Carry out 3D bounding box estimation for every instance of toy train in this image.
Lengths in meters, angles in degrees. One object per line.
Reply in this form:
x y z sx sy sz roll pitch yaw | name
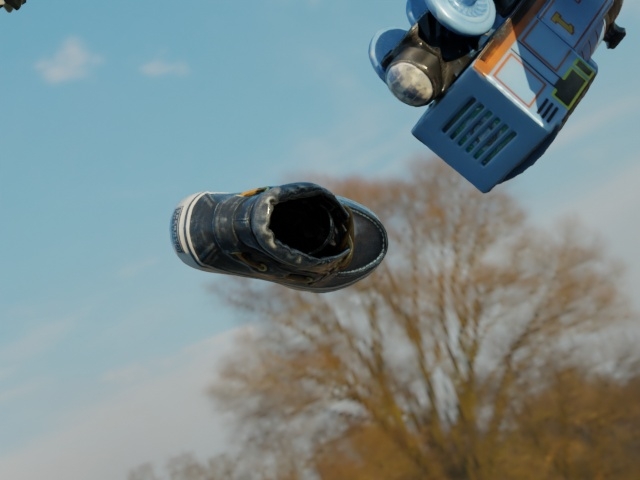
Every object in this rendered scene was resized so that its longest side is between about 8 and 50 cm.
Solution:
0.101 -0.113 0.770 0.080 0.105 0.184 -44 5 48 | toy train

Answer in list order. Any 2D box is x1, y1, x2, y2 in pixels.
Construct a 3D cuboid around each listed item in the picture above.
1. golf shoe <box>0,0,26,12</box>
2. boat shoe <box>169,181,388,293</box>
-0.134 -0.158 0.574 0.273 0.120 0.105 -47 14 -22 | golf shoe
0.000 0.000 0.899 0.083 0.065 0.183 -3 -4 42 | boat shoe
